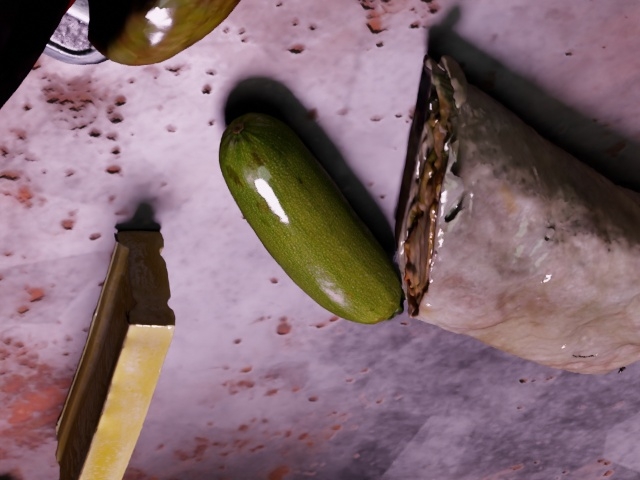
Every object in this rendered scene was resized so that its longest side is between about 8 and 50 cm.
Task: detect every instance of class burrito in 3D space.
[{"bbox_3d":[0.147,0.009,1.106,0.347,0.107,0.175,27,111,-39],"label":"burrito"}]

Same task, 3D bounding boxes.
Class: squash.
[{"bbox_3d":[0.000,0.000,1.074,0.066,0.066,0.252,-26,137,13],"label":"squash"}]

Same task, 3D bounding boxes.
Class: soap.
[{"bbox_3d":[-0.154,0.109,1.130,0.037,0.092,0.252,6,135,-19],"label":"soap"}]

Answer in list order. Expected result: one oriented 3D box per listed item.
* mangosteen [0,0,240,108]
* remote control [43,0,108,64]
[{"bbox_3d":[-0.197,-0.174,0.593,0.435,0.382,0.382,7,135,-19],"label":"mangosteen"},{"bbox_3d":[-0.210,-0.162,0.833,0.266,0.066,0.090,21,124,-34],"label":"remote control"}]
